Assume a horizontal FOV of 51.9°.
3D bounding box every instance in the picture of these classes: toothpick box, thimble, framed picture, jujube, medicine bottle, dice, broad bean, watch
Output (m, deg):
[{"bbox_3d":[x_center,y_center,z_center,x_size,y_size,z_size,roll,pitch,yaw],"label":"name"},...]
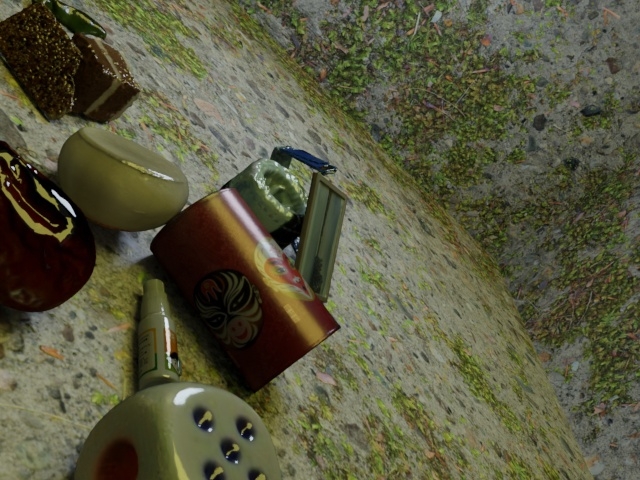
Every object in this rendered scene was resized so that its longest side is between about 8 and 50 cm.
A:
[{"bbox_3d":[-0.141,0.091,1.232,0.333,0.204,0.204,53,21,7],"label":"toothpick box"},{"bbox_3d":[-0.136,-0.089,1.625,0.237,0.150,0.237,42,24,-24],"label":"thimble"},{"bbox_3d":[0.000,0.000,1.620,0.213,0.016,0.289,29,70,-65],"label":"framed picture"},{"bbox_3d":[-0.408,-0.019,0.890,0.168,0.168,0.236,-78,150,-65],"label":"jujube"},{"bbox_3d":[-0.261,0.161,1.079,0.220,0.061,0.092,-108,175,-45],"label":"medicine bottle"},{"bbox_3d":[-0.175,0.300,0.811,0.192,0.193,0.194,30,27,-45],"label":"dice"},{"bbox_3d":[-0.611,-0.543,1.589,0.195,0.046,0.061,13,53,-51],"label":"broad bean"},{"bbox_3d":[-0.065,-0.109,1.801,0.068,0.276,0.275,-3,25,-38],"label":"watch"}]

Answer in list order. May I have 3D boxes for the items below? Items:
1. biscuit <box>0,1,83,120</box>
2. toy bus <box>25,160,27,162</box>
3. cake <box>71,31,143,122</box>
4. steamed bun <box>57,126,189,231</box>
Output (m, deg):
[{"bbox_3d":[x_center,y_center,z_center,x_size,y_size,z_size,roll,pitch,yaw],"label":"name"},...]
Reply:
[{"bbox_3d":[-0.544,-0.359,1.304,0.236,0.131,0.026,52,-12,8],"label":"biscuit"},{"bbox_3d":[-0.509,-0.086,0.961,0.089,0.087,0.194,48,20,16],"label":"toy bus"},{"bbox_3d":[-0.479,-0.339,1.400,0.135,0.135,0.147,57,13,18],"label":"cake"},{"bbox_3d":[-0.358,-0.094,1.173,0.232,0.145,0.232,28,9,-5],"label":"steamed bun"}]
